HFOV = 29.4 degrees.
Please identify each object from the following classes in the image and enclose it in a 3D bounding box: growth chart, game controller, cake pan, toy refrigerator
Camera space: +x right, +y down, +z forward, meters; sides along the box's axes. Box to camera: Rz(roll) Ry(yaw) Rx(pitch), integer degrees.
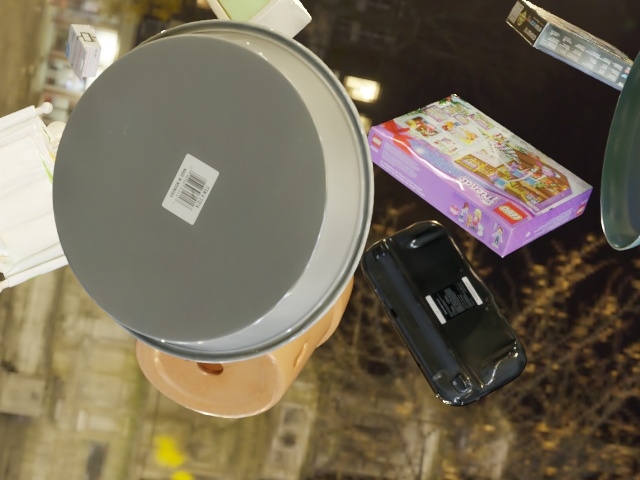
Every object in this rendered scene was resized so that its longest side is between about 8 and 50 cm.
[{"bbox_3d":[-0.396,-0.063,1.652,0.021,0.172,0.237,-33,-105,66],"label":"growth chart"},{"bbox_3d":[0.201,0.113,2.001,0.319,0.166,0.067,60,-18,24],"label":"game controller"},{"bbox_3d":[-0.101,-0.042,1.018,0.054,0.293,0.293,1,101,-70],"label":"cake pan"},{"bbox_3d":[-0.133,-0.401,1.813,0.102,0.094,0.269,-39,-120,12],"label":"toy refrigerator"}]

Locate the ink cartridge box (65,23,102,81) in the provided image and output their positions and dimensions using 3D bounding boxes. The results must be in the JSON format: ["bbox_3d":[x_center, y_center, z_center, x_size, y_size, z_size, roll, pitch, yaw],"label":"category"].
[{"bbox_3d":[-0.321,-0.255,1.663,0.083,0.028,0.048,56,-43,45],"label":"ink cartridge box"}]

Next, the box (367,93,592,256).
[{"bbox_3d":[0.240,-0.107,1.873,0.293,0.201,0.057,39,-45,30],"label":"box"}]

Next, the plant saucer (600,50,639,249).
[{"bbox_3d":[0.465,-0.139,1.701,0.317,0.043,0.318,-169,-90,-87],"label":"plant saucer"}]

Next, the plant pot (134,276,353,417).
[{"bbox_3d":[-0.117,0.095,1.605,0.291,0.290,0.203,114,-5,-47],"label":"plant pot"}]

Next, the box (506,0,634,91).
[{"bbox_3d":[0.449,-0.339,2.137,0.051,0.220,0.175,-61,-161,19],"label":"box"}]
